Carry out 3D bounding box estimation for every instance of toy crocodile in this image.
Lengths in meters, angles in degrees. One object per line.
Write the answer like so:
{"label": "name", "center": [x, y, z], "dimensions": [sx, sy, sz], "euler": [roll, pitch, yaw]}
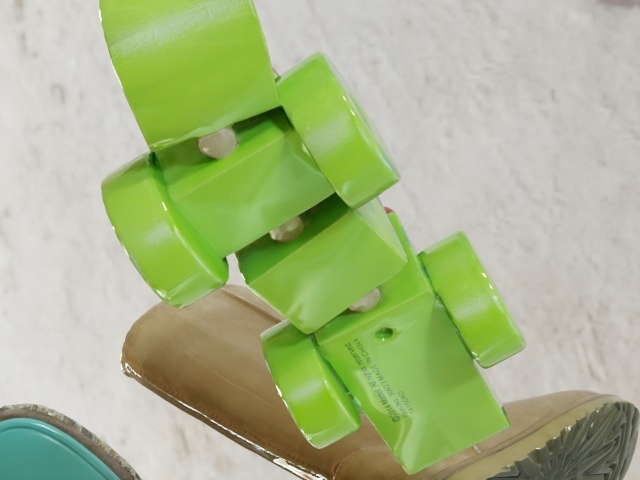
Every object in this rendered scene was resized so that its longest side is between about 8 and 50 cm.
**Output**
{"label": "toy crocodile", "center": [0.000, 0.000, 0.672], "dimensions": [0.115, 0.340, 0.105], "euler": [-31, 43, 9]}

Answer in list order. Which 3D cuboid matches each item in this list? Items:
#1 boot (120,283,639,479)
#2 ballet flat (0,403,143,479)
{"label": "boot", "center": [0.043, 0.099, 0.959], "dimensions": [0.270, 0.236, 0.089], "euler": [28, 114, 38]}
{"label": "ballet flat", "center": [-0.126, 0.341, 1.196], "dimensions": [0.482, 0.164, 0.182], "euler": [51, 178, 4]}
